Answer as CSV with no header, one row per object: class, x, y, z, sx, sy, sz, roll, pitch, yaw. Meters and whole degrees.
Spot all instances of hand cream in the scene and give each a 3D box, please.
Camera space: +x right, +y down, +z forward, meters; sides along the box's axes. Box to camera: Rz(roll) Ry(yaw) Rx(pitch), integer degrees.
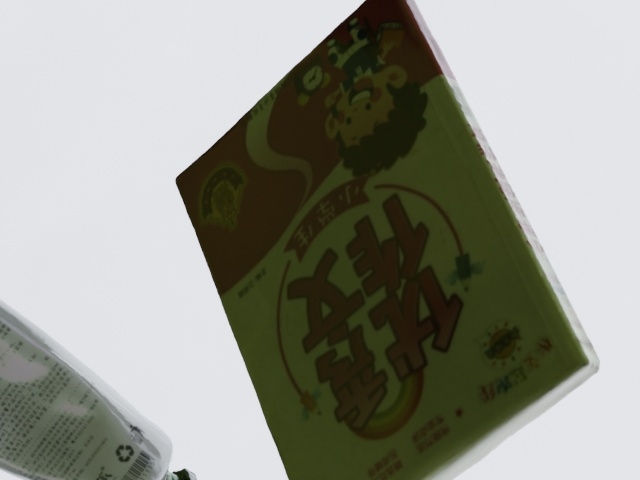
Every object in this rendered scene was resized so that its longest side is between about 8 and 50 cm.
hand cream,-0.236,0.118,1.370,0.121,0.336,0.076,-53,-157,1

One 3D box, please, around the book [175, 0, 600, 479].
book,0.020,0.010,0.823,0.162,0.022,0.231,-41,-128,26
